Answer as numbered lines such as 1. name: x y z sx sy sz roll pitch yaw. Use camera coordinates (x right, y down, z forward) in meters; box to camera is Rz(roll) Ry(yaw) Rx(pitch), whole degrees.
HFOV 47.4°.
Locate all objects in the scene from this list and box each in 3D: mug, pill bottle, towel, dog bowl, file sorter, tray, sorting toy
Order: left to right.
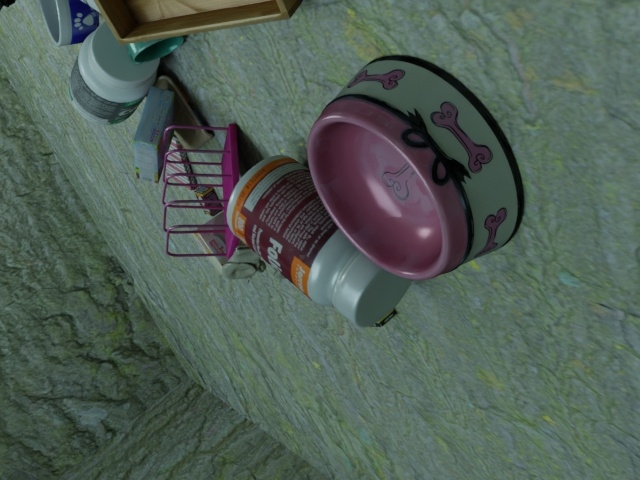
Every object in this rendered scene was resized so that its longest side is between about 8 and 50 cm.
1. dog bowl: -0.678 -0.656 1.935 0.265 0.104 0.264 42 140 48
2. pill bottle: -0.557 -0.451 1.967 0.204 0.204 0.361 57 156 -9
3. mug: -0.416 -0.490 1.734 0.097 0.158 0.129 65 -166 -3
4. towel: -0.449 -0.255 2.255 0.144 0.029 0.197 31 145 39
5. sorting toy: -0.387 -0.349 2.016 0.208 0.038 0.193 53 156 -10
6. tray: -0.253 -0.489 1.341 0.411 0.076 0.202 2 137 30
7. file sorter: -0.304 -0.120 1.832 0.202 0.182 0.290 120 147 -63
8. pill bottle: 0.000 0.000 1.573 0.392 0.224 0.224 38 151 30
9. dog bowl: 0.141 -0.106 1.282 0.408 0.150 0.408 40 152 27

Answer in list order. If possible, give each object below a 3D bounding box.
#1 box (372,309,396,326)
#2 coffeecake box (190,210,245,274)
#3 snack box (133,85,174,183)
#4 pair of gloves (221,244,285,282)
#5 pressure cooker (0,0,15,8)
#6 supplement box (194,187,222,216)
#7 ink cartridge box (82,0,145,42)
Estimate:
1. box: 0.086 0.100 1.756 0.232 0.058 0.087 57 155 -10
2. coffeecake box: -0.238 -0.016 2.011 0.142 0.185 0.068 55 155 -6
3. snack box: -0.443 -0.278 1.949 0.070 0.174 0.207 13 155 -4
4. pair of gloves: -0.134 0.066 1.901 0.204 0.240 0.042 135 132 -56
5. pressure cooker: -0.952 -0.831 1.929 0.370 0.420 0.375 14 164 34
6. supplement box: -0.341 -0.121 2.219 0.055 0.043 0.083 16 137 50
7. ink cartridge box: -0.465 -0.655 1.582 0.395 0.166 0.285 36 150 29
